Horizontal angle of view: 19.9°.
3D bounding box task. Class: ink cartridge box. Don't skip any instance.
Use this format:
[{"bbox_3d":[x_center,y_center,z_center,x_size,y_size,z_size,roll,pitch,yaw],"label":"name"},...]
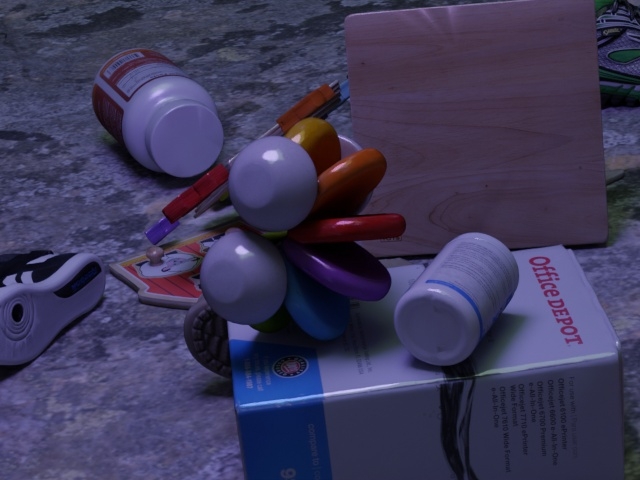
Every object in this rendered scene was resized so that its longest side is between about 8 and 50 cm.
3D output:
[{"bbox_3d":[0.082,0.119,1.530,0.307,0.129,0.223,-8,24,-2],"label":"ink cartridge box"}]

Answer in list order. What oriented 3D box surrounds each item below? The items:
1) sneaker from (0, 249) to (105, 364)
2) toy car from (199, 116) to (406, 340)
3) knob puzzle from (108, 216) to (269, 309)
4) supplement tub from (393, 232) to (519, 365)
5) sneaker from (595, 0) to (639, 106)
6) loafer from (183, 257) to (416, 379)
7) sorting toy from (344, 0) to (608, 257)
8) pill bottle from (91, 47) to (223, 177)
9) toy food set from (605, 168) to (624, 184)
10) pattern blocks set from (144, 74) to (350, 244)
[{"bbox_3d":[-0.322,0.068,1.832,0.121,0.079,0.217,3,17,28],"label":"sneaker"},{"bbox_3d":[0.000,0.000,1.464,0.136,0.182,0.159,24,16,23],"label":"toy car"},{"bbox_3d":[-0.107,0.023,1.923,0.213,0.030,0.213,-5,24,2],"label":"knob puzzle"},{"bbox_3d":[0.108,0.046,1.441,0.071,0.071,0.107,6,28,26],"label":"supplement tub"},{"bbox_3d":[0.385,-0.244,2.252,0.343,0.146,0.134,-7,24,-2],"label":"sneaker"},{"bbox_3d":[0.000,0.071,1.712,0.268,0.102,0.092,-3,21,-15],"label":"loafer"},{"bbox_3d":[0.166,-0.122,1.922,0.257,0.255,0.089,-4,8,7],"label":"sorting toy"},{"bbox_3d":[-0.196,-0.153,2.231,0.121,0.121,0.216,-15,26,-18],"label":"pill bottle"},{"bbox_3d":[0.245,-0.116,2.091,0.128,0.071,0.218,-19,27,-27],"label":"toy food set"},{"bbox_3d":[-0.060,-0.097,1.997,0.325,0.026,0.285,-39,1,-17],"label":"pattern blocks set"}]
